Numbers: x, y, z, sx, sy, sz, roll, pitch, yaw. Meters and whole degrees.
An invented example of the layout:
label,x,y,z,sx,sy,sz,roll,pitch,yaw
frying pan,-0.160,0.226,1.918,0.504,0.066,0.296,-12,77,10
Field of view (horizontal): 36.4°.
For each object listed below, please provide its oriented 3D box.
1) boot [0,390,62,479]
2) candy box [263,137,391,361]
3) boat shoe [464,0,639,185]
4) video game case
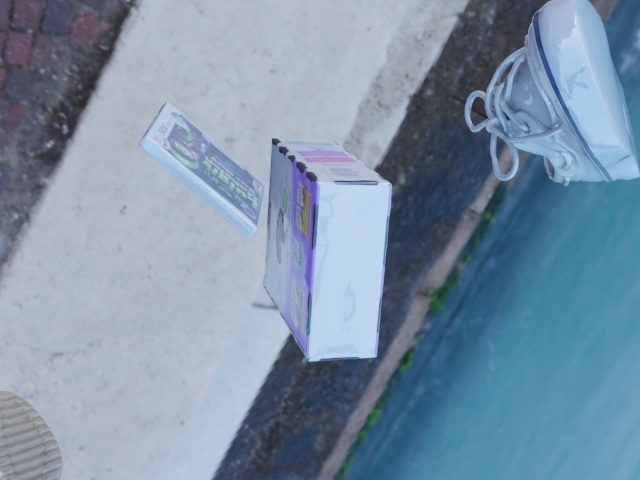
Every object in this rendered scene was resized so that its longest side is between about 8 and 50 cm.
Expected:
label,x,y,z,sx,sy,sz,roll,pitch,yaw
boot,-0.353,0.308,1.026,0.207,0.248,0.090,-37,155,28
candy box,0.000,0.000,0.931,0.070,0.196,0.164,-1,107,-15
boat shoe,0.220,-0.128,0.974,0.367,0.156,0.135,18,62,-66
video game case,-0.156,-0.101,1.337,0.190,0.173,0.022,41,108,-15
